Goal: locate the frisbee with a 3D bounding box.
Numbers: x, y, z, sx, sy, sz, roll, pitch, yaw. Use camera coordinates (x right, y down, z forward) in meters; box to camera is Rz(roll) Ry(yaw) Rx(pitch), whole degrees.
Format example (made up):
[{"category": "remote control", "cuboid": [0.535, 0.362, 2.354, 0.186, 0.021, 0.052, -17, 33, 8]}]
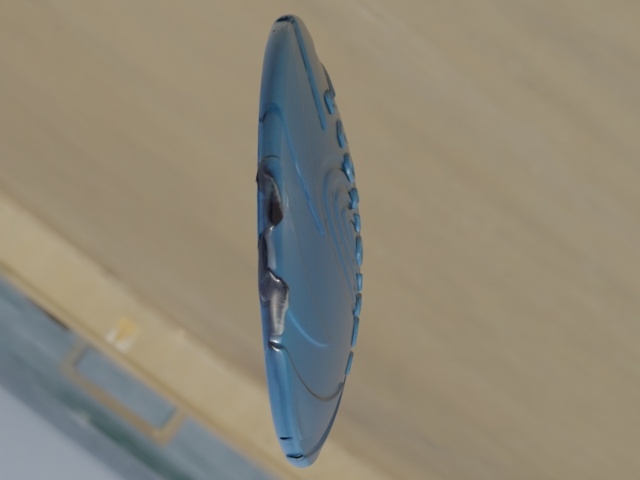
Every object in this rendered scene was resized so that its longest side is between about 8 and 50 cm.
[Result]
[{"category": "frisbee", "cuboid": [0.000, 0.000, 1.021, 0.045, 0.242, 0.242, 0, 165, 6]}]
